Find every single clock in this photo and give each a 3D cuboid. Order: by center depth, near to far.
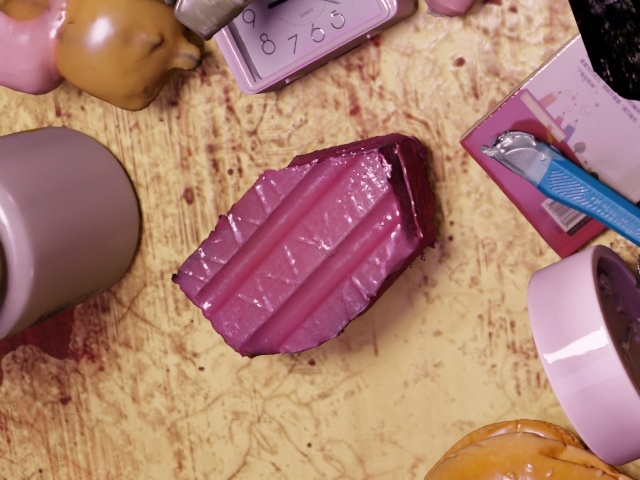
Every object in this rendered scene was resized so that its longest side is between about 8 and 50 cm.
[{"bbox_3d":[0.269,0.105,1.214,0.068,0.197,0.197,-26,92,26],"label":"clock"},{"bbox_3d":[-0.020,-0.250,1.327,0.197,0.063,0.150,-25,91,26],"label":"clock"}]

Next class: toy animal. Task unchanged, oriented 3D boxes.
[{"bbox_3d":[-0.259,-0.229,1.376,0.281,0.195,0.169,8,97,5],"label":"toy animal"}]

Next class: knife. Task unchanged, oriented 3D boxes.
[{"bbox_3d":[0.286,-0.021,1.254,0.296,0.026,0.044,34,109,1],"label":"knife"}]

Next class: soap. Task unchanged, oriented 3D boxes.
[{"bbox_3d":[0.000,0.000,1.352,0.182,0.112,0.289,45,116,7],"label":"soap"}]

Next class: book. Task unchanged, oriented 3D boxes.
[{"bbox_3d":[0.267,-0.111,1.259,0.232,0.022,0.162,-42,88,25],"label":"book"}]

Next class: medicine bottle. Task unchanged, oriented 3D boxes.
[{"bbox_3d":[-0.361,0.003,1.382,0.208,0.339,0.208,6,104,23],"label":"medicine bottle"}]

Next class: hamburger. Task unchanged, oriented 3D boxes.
[{"bbox_3d":[0.217,0.331,1.312,0.290,0.170,0.314,36,113,5],"label":"hamburger"}]

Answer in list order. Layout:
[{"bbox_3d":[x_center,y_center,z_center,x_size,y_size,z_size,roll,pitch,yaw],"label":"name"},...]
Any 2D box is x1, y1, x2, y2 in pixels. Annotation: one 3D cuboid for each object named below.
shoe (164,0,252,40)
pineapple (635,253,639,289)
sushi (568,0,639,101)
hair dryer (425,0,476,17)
[{"bbox_3d":[-0.157,-0.312,1.292,0.149,0.109,0.293,-46,58,6],"label":"shoe"},{"bbox_3d":[0.384,0.025,1.190,0.197,0.108,0.108,-13,98,19],"label":"pineapple"},{"bbox_3d":[0.372,-0.172,1.103,0.227,0.215,0.212,-24,106,-5],"label":"sushi"},{"bbox_3d":[0.174,-0.356,1.196,0.210,0.125,0.352,41,122,10],"label":"hair dryer"}]
